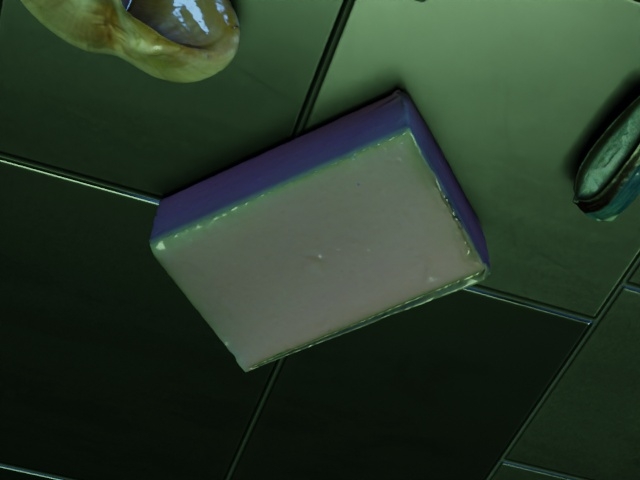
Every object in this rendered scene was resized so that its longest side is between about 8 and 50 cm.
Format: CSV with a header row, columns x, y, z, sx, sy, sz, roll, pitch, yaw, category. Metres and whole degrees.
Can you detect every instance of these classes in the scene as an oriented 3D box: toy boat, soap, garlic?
x,y,z,sx,sy,sz,roll,pitch,yaw,category
0.269,-0.071,0.884,0.061,0.060,0.137,6,126,-35,toy boat
0.000,-0.001,0.923,0.259,0.081,0.181,-23,123,18,soap
-0.142,-0.181,0.781,0.174,0.099,0.124,29,137,-21,garlic

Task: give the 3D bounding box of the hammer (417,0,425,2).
x,y,z,sx,sy,sz,roll,pitch,yaw,category
0.061,-0.314,0.711,0.137,0.037,0.289,14,127,-12,hammer
